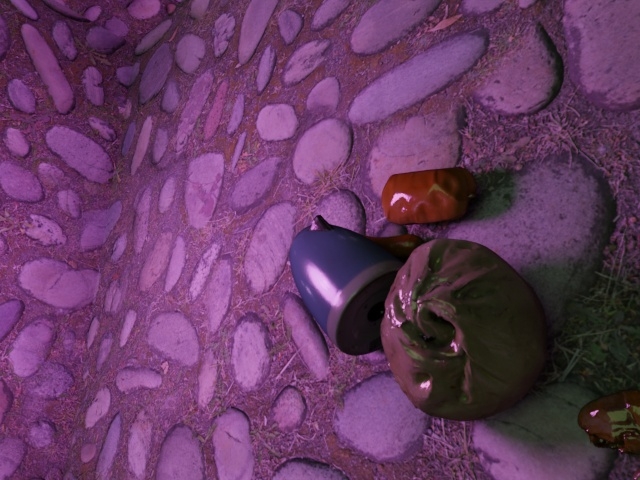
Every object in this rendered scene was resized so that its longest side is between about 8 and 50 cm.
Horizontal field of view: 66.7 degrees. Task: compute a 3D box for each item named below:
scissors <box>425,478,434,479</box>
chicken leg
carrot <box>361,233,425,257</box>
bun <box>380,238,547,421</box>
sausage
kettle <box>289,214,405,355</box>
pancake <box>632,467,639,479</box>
[{"bbox_3d":[0.246,0.570,0.960,0.187,0.020,0.133,172,111,-70],"label":"scissors"},{"bbox_3d":[0.540,0.288,0.788,0.228,0.088,0.103,-25,49,29],"label":"chicken leg"},{"bbox_3d":[0.157,0.012,1.272,0.271,0.062,0.066,0,81,46],"label":"carrot"},{"bbox_3d":[0.271,0.181,0.957,0.326,0.234,0.361,13,95,26],"label":"bun"},{"bbox_3d":[0.258,-0.108,1.174,0.241,0.120,0.136,-7,85,43],"label":"sausage"},{"bbox_3d":[0.045,0.115,1.234,0.342,0.247,0.319,42,139,44],"label":"kettle"},{"bbox_3d":[0.579,0.422,0.738,0.190,0.020,0.184,12,85,46],"label":"pancake"}]
